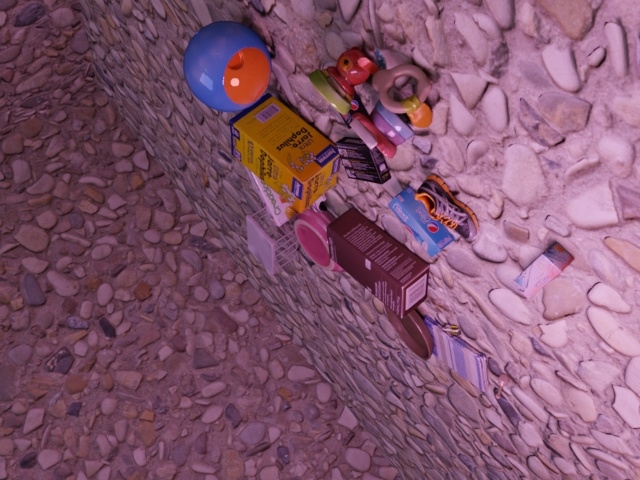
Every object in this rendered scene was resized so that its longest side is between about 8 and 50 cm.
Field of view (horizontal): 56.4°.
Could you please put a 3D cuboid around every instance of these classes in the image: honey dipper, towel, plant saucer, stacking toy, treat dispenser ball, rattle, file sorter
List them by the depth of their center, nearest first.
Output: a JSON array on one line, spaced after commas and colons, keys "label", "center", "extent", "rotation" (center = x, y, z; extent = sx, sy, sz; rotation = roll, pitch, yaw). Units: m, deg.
[{"label": "rattle", "center": [0.197, -0.387, 1.515], "extent": [0.199, 0.142, 0.130], "rotation": [36, 109, 28]}, {"label": "stacking toy", "center": [0.118, -0.364, 1.519], "extent": [0.309, 0.130, 0.279], "rotation": [48, -163, 3]}, {"label": "treat dispenser ball", "center": [-0.304, -0.568, 1.959], "extent": [0.288, 0.288, 0.288], "rotation": [43, 155, 25]}, {"label": "honey dipper", "center": [0.610, 0.500, 2.020], "extent": [0.030, 0.030, 0.161], "rotation": [40, 155, 31]}, {"label": "towel", "center": [0.482, 0.404, 2.133], "extent": [0.285, 0.034, 0.209], "rotation": [34, 153, 44]}, {"label": "plant saucer", "center": [0.336, 0.323, 2.247], "extent": [0.278, 0.041, 0.278], "rotation": [53, 164, 21]}, {"label": "plant saucer", "center": [0.000, 0.000, 2.441], "extent": [0.332, 0.084, 0.332], "rotation": [43, 156, 25]}, {"label": "file sorter", "center": [-0.212, -0.015, 2.720], "extent": [0.193, 0.173, 0.278], "rotation": [46, 156, 21]}]

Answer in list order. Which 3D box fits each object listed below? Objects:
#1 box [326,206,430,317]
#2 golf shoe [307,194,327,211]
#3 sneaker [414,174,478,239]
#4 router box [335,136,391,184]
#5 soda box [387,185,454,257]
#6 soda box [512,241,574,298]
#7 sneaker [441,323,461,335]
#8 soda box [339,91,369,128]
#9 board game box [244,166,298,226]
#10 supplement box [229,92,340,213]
[{"label": "box", "center": [0.196, 0.073, 2.090], "extent": [0.381, 0.143, 0.191], "rotation": [41, 155, 33]}, {"label": "golf shoe", "center": [-0.015, -0.184, 2.250], "extent": [0.085, 0.067, 0.186], "rotation": [13, 141, 19]}, {"label": "sneaker", "center": [0.345, -0.078, 1.647], "extent": [0.215, 0.083, 0.084], "rotation": [48, 155, 11]}, {"label": "router box", "center": [0.132, -0.251, 1.868], "extent": [0.179, 0.046, 0.133], "rotation": [20, 139, 53]}, {"label": "soda box", "center": [0.300, -0.056, 1.788], "extent": [0.210, 0.067, 0.071], "rotation": [52, 157, 8]}, {"label": "soda box", "center": [0.552, 0.077, 1.491], "extent": [0.063, 0.058, 0.183], "rotation": [47, 156, 16]}, {"label": "sneaker", "center": [0.451, 0.311, 2.061], "extent": [0.083, 0.031, 0.035], "rotation": [5, 128, 62]}, {"label": "soda box", "center": [0.071, -0.414, 1.738], "extent": [0.169, 0.060, 0.053], "rotation": [58, 158, -10]}, {"label": "board game box", "center": [-0.158, -0.232, 2.278], "extent": [0.053, 0.193, 0.305], "rotation": [16, 137, 57]}, {"label": "supplement box", "center": [-0.125, -0.303, 2.066], "extent": [0.356, 0.195, 0.194], "rotation": [40, 155, 16]}]
